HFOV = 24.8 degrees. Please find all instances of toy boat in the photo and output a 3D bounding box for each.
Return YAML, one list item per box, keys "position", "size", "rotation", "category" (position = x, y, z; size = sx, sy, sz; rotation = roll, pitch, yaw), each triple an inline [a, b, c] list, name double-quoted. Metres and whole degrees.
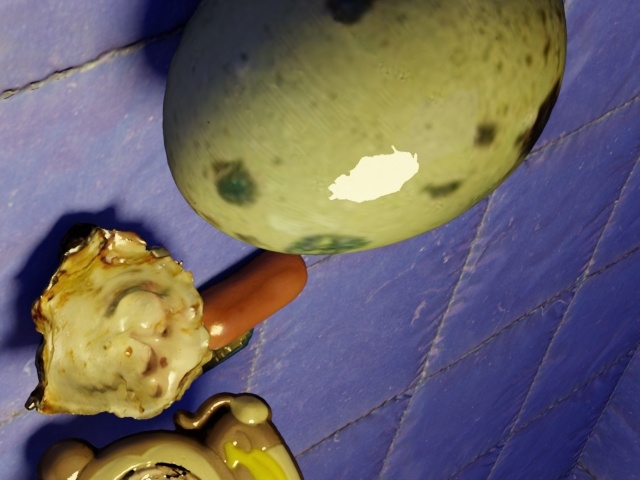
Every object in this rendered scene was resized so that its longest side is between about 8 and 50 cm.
- position: [-0.180, 0.154, 1.874]
  size: [0.228, 0.046, 0.080]
  rotation: [-26, 148, -37]
  category: "toy boat"

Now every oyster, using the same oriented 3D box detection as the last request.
- position: [-0.220, 0.089, 1.673]
  size: [0.221, 0.096, 0.361]
  rotation: [-58, 153, 9]
  category: "oyster"

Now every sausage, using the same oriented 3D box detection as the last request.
- position: [-0.094, 0.073, 1.865]
  size: [0.194, 0.077, 0.077]
  rotation: [-33, 150, -30]
  category: "sausage"

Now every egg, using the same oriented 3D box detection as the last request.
- position: [0.042, -0.163, 1.438]
  size: [0.428, 0.345, 0.345]
  rotation: [-42, 154, -11]
  category: "egg"

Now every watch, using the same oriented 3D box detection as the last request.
- position: [-0.185, 0.366, 1.879]
  size: [0.335, 0.314, 0.327]
  rotation: [-27, 173, -10]
  category: "watch"
